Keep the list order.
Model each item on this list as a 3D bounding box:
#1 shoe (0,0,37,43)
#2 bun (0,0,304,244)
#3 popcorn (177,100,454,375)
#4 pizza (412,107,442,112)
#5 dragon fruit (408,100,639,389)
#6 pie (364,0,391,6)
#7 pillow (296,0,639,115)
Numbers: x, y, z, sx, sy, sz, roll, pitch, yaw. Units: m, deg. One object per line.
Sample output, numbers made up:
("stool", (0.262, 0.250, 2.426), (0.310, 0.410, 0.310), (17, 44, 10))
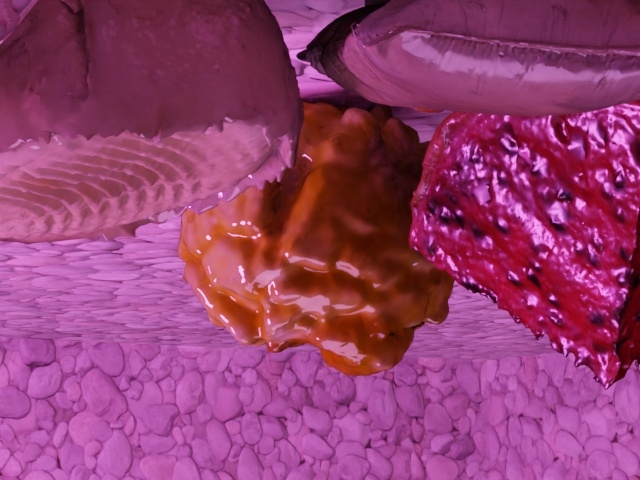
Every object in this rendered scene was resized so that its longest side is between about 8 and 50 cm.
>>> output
("shoe", (-0.215, -0.105, 0.721), (0.172, 0.198, 0.351), (6, 170, -43))
("bun", (-0.135, -0.094, 0.945), (0.259, 0.152, 0.259), (-13, 168, -3))
("popcorn", (-0.004, -0.006, 1.307), (0.249, 0.249, 0.225), (6, -178, -35))
("pizza", (0.082, -0.126, 1.125), (0.099, 0.036, 0.160), (-4, 171, 18))
("dragon fruit", (0.243, -0.020, 1.165), (0.330, 0.240, 0.302), (-4, -178, -38))
("pie", (0.067, -0.153, 1.009), (0.084, 0.020, 0.084), (0, 173, 0))
("pillow", (0.091, -0.108, 0.873), (0.185, 0.075, 0.302), (2, -175, -7))
